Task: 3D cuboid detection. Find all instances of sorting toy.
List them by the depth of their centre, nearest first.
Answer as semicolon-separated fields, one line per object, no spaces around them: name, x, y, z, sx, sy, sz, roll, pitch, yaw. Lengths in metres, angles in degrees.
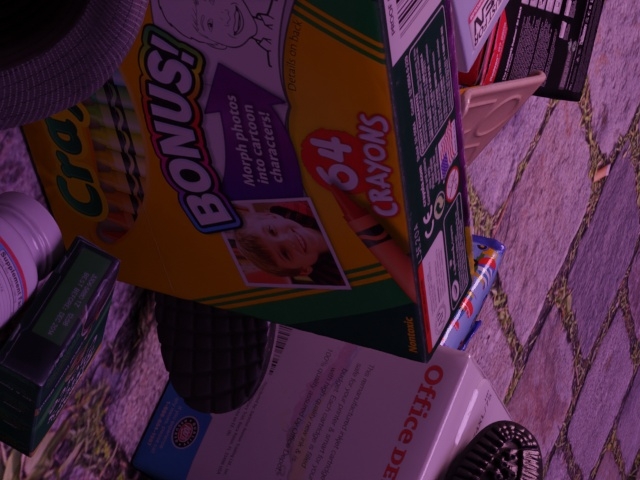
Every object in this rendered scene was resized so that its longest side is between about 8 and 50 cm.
sorting toy;0.151;-0.117;1.567;0.208;0.038;0.193;-24;159;-54

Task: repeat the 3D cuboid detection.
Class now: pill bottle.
pill bottle;-0.248;0.032;0.920;0.160;0.087;0.087;-44;140;-46

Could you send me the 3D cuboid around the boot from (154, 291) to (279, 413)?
boot;-0.037;-0.022;1.232;0.222;0.118;0.338;-5;101;-62

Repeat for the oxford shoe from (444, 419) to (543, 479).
oxford shoe;0.126;0.260;1.184;0.096;0.083;0.227;109;8;-63

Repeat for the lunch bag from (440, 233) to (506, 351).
lunch bag;0.101;0.146;1.637;0.221;0.138;0.293;-55;159;-35

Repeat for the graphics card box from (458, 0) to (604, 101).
graphics card box;0.254;-0.298;1.702;0.371;0.094;0.233;-6;110;-60

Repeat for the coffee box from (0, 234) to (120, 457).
coffee box;-0.196;0.082;1.007;0.113;0.040;0.184;-61;180;-29

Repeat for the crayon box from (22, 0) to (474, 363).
crayon box;-0.067;-0.106;0.945;0.106;0.313;0.363;-55;147;-40

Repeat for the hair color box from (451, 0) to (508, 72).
hair color box;0.037;-0.324;1.174;0.114;0.185;0.374;-60;149;-28

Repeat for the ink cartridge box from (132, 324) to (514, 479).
ink cartridge box;0.011;0.191;1.293;0.198;0.270;0.197;-66;152;-17

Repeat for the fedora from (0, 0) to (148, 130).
fedora;-0.207;-0.171;0.652;0.275;0.243;0.124;73;5;-64
